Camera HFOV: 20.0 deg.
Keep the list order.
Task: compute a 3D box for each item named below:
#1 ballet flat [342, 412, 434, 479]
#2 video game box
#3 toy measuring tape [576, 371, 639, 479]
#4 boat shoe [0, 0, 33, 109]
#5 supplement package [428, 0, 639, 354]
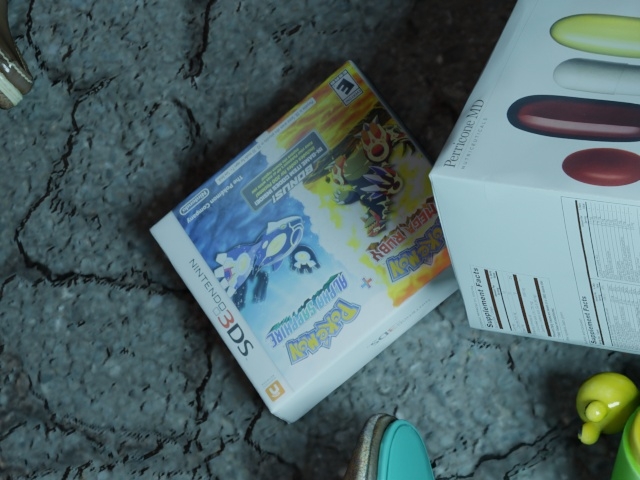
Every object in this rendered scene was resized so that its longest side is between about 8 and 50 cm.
[{"bbox_3d":[0.032,0.274,1.209,0.106,0.107,0.316,-18,66,26],"label":"ballet flat"},{"bbox_3d":[0.000,0.000,1.339,0.205,0.048,0.187,-40,65,7],"label":"video game box"},{"bbox_3d":[0.289,0.178,1.115,0.330,0.121,0.121,31,88,28],"label":"toy measuring tape"},{"bbox_3d":[-0.299,-0.220,1.512,0.095,0.095,0.257,-40,62,1],"label":"boat shoe"},{"bbox_3d":[0.207,-0.046,1.168,0.203,0.149,0.194,8,50,25],"label":"supplement package"}]
